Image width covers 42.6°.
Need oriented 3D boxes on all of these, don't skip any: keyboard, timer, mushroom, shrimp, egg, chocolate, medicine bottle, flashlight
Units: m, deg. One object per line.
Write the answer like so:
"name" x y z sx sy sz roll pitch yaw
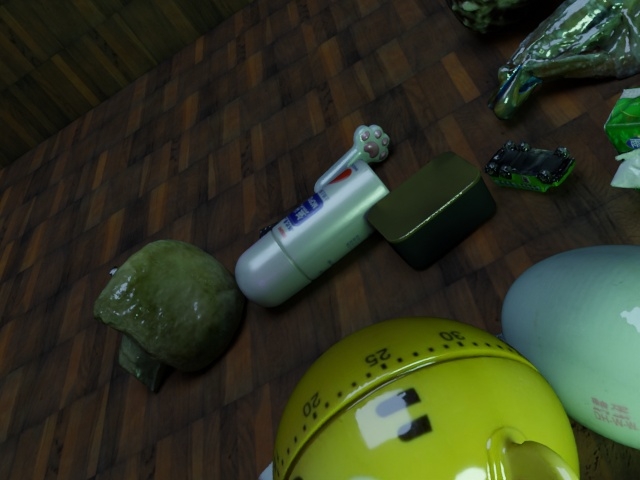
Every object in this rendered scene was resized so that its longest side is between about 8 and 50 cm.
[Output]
"keyboard" -0.111 0.015 1.766 0.053 0.010 0.155 -26 34 18
"timer" 0.125 0.277 0.887 0.376 0.376 0.387 -34 42 6
"mushroom" -0.295 0.132 1.605 0.292 0.217 0.212 -47 36 -15
"shrimp" 0.511 -0.372 1.541 0.446 0.110 0.221 -35 66 18
"egg" 0.361 0.118 0.958 0.230 0.230 0.371 -48 25 -15
"chocolate" 0.381 -0.588 1.787 0.225 0.340 0.210 5 64 -5
"medicine bottle" -0.015 -0.003 1.576 0.341 0.130 0.130 -39 32 5
"flashlight" 0.066 -0.160 1.744 0.200 0.093 0.047 -46 32 -2

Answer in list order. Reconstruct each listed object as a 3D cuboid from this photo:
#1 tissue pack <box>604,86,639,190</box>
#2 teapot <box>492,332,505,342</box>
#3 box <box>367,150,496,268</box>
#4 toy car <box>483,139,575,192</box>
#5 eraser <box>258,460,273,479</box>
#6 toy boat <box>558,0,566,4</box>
"tissue pack" 0.535 -0.134 1.178 0.209 0.148 0.156 2 49 46
"teapot" 0.281 0.144 1.170 0.083 0.049 0.063 -12 40 36
"box" 0.200 -0.052 1.464 0.201 0.090 0.144 -39 32 -1
"toy car" 0.364 -0.123 1.416 0.071 0.062 0.165 -50 33 -17
"eraser" 0.053 0.290 1.171 0.270 0.094 0.174 -46 32 -13
"toy boat" 0.660 -0.556 1.621 0.162 0.135 0.446 -17 14 -39
